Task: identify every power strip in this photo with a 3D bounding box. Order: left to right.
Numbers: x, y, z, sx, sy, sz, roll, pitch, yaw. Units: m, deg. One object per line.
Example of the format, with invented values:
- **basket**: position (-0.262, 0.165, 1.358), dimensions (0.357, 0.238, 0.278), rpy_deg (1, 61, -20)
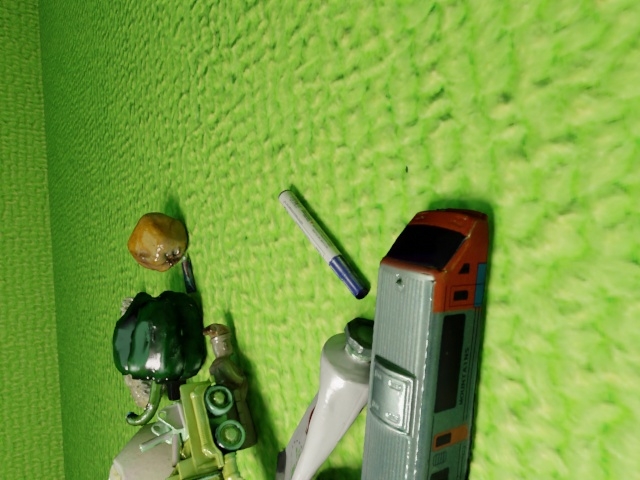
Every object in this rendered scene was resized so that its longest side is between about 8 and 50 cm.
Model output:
- **power strip**: position (-0.326, 0.302, 0.988), dimensions (0.029, 0.038, 0.111), rpy_deg (-18, 78, 48)

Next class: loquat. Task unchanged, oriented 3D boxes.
- **loquat**: position (-0.351, 0.005, 0.954), dimensions (0.137, 0.113, 0.137), rpy_deg (-13, 65, 29)

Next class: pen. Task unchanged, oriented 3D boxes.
- **pen**: position (0.000, 0.000, 0.584), dimensions (0.204, 0.025, 0.025), rpy_deg (52, 129, 35)

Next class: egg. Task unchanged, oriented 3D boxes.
- **egg**: position (-0.289, 0.432, 0.845), dimensions (0.271, 0.206, 0.161), rpy_deg (137, 146, -59)

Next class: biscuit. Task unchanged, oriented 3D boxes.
- **biscuit**: position (-0.453, 0.294, 1.110), dimensions (0.179, 0.084, 0.281), rpy_deg (-56, 49, 41)

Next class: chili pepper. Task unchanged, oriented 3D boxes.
- **chili pepper**: position (-0.326, 0.235, 0.888), dimensions (0.174, 0.165, 0.261), rpy_deg (0, 89, 33)

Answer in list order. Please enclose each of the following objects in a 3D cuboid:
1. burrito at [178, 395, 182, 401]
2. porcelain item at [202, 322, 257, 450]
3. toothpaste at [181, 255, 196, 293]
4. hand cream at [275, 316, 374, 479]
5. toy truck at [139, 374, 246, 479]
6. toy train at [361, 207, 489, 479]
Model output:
- **burrito**: position (-0.301, 0.397, 0.959), dimensions (0.045, 0.041, 0.185), rpy_deg (36, 117, 54)
- **porcelain item**: position (-0.161, 0.250, 0.768), dimensions (0.084, 0.054, 0.213), rpy_deg (-29, 70, 46)
- **toothpaste**: position (-0.283, 0.073, 0.939), dimensions (0.027, 0.019, 0.083), rpy_deg (-20, 76, 25)
- **hand cream**: position (-0.005, 0.234, 0.554), dimensions (0.121, 0.076, 0.336), rpy_deg (-80, 12, -60)
- **toy truck**: position (-0.180, 0.349, 0.644), dimensions (0.128, 0.135, 0.259), rpy_deg (-56, 50, 36)
- **toy train**: position (0.092, 0.172, 0.432), dimensions (0.086, 0.089, 0.409), rpy_deg (14, 103, 55)
